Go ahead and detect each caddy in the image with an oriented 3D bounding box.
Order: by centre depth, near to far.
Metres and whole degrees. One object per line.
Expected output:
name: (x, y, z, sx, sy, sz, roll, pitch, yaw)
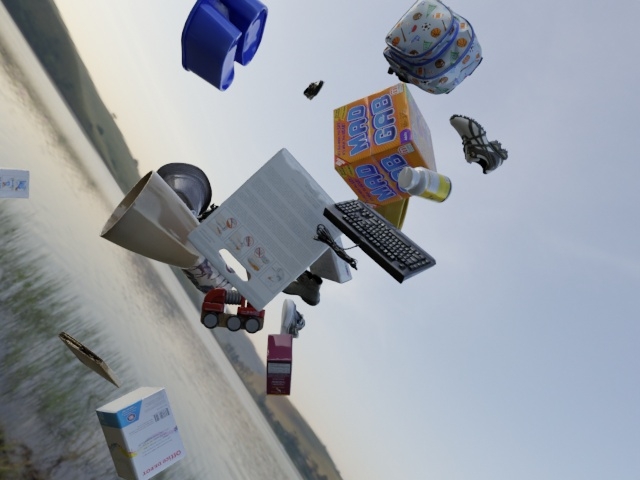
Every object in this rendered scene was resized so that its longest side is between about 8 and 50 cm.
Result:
caddy: (-0.288, -0.588, 1.439, 0.179, 0.241, 0.341, 35, -18, -6)

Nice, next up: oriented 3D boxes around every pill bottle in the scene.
pill bottle: (0.362, -0.197, 1.769, 0.103, 0.184, 0.103, -25, -121, 51)

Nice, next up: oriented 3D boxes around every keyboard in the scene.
keyboard: (0.110, -0.002, 1.245, 0.317, 0.202, 0.033, 43, -35, 40)

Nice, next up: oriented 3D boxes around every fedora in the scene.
fedora: (-0.561, -0.165, 2.042, 0.124, 0.244, 0.275, -97, -161, -46)

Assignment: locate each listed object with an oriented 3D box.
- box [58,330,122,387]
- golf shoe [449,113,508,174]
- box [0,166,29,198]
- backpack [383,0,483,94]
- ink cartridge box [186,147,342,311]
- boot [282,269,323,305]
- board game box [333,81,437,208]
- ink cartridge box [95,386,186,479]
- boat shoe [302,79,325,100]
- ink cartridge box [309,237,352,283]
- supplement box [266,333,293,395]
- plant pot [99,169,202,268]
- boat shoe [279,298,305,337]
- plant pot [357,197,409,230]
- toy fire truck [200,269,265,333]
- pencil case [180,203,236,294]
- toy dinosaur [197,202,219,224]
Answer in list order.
box: (-0.679, 0.357, 1.511, 0.164, 0.021, 0.201, 28, -32, 15)
golf shoe: (0.426, -0.269, 1.424, 0.198, 0.094, 0.077, 42, -3, 4)
box: (-1.153, -0.207, 1.786, 0.114, 0.203, 0.103, 12, -81, 38)
backpack: (0.348, -0.589, 1.551, 0.263, 0.276, 0.213, 49, 16, 28)
ink cartridge box: (-0.145, -0.033, 1.497, 0.308, 0.385, 0.091, 48, -6, -11)
boot: (-0.095, 0.173, 2.233, 0.247, 0.083, 0.161, 24, -47, 21)
board game box: (0.296, -0.418, 2.313, 0.356, 0.356, 0.356, 43, 38, -48)
ink cartridge box: (-0.660, 0.709, 1.876, 0.197, 0.198, 0.270, -15, -87, 45)
boat shoe: (-0.024, -0.520, 1.747, 0.042, 0.049, 0.133, 34, -14, -17)
ink cartridge box: (0.000, 0.000, 2.108, 0.324, 0.071, 0.330, 9, -64, 68)
supplement box: (-0.129, 0.394, 1.606, 0.104, 0.081, 0.188, -92, -175, -50)
plant pot: (-0.496, -0.036, 1.600, 0.274, 0.256, 0.256, 41, -7, -25)
boat shoe: (-0.113, 0.339, 2.149, 0.301, 0.102, 0.108, 101, -11, -52)
plant pot: (0.314, -0.170, 2.603, 0.239, 0.254, 0.254, 15, -31, 15)
toy fire truck: (-0.292, 0.190, 1.763, 0.158, 0.217, 0.246, 125, -28, -79)
pencil case: (-0.469, 0.053, 1.966, 0.160, 0.183, 0.410, 5, -37, 26)
toy dinosaur: (-0.568, -0.065, 2.435, 0.322, 0.218, 0.164, 56, 11, -65)
